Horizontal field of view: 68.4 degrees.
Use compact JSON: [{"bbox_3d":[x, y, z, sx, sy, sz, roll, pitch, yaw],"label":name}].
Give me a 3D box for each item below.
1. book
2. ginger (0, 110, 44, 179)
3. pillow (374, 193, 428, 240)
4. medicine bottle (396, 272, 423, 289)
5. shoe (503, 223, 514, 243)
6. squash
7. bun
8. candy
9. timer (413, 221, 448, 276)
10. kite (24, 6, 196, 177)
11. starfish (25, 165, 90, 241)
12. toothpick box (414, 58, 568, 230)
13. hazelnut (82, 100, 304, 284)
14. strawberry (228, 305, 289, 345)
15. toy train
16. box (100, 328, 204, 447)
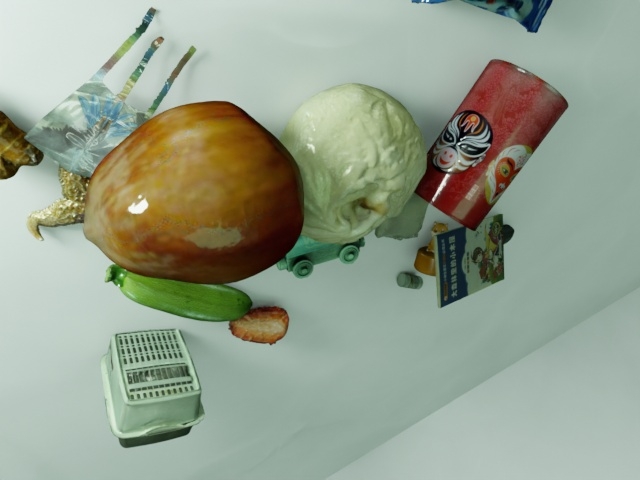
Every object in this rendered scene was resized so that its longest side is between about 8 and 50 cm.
[{"bbox_3d":[0.464,0.057,1.441,0.322,0.018,0.228,-17,106,-34],"label":"book"},{"bbox_3d":[-0.540,-0.166,0.753,0.103,0.073,0.162,-39,134,-9],"label":"ginger"},{"bbox_3d":[0.225,-0.085,1.267,0.134,0.078,0.181,-7,133,-25],"label":"pillow"},{"bbox_3d":[0.295,0.134,1.552,0.083,0.047,0.047,12,125,-37],"label":"medicine bottle"},{"bbox_3d":[0.553,0.030,1.561,0.241,0.093,0.108,-23,140,-10],"label":"shoe"},{"bbox_3d":[-0.333,0.132,1.146,0.395,0.107,0.107,24,117,-44],"label":"squash"},{"bbox_3d":[0.068,-0.141,1.006,0.352,0.227,0.349,-12,135,-22],"label":"bun"},{"bbox_3d":[0.343,-0.515,0.900,0.331,0.077,0.187,0,129,-27],"label":"candy"},{"bbox_3d":[0.358,0.017,1.436,0.132,0.132,0.152,-7,111,-24],"label":"timer"},{"bbox_3d":[-0.336,-0.232,0.810,0.310,0.015,0.169,-45,137,5],"label":"kite"},{"bbox_3d":[-0.414,-0.087,0.913,0.299,0.060,0.302,-5,133,-22],"label":"starfish"},{"bbox_3d":[0.373,-0.213,1.086,0.204,0.204,0.333,20,110,-42],"label":"toothpick box"},{"bbox_3d":[-0.210,-0.072,0.829,0.365,0.366,0.366,-16,138,-15],"label":"hazelnut"},{"bbox_3d":[-0.180,0.233,1.367,0.188,0.082,0.121,14,104,-28],"label":"strawberry"},{"bbox_3d":[0.000,0.000,1.222,0.248,0.101,0.159,-15,121,-17],"label":"toy train"},{"bbox_3d":[-0.427,0.365,1.192,0.220,0.290,0.166,0,119,-31],"label":"box"}]
